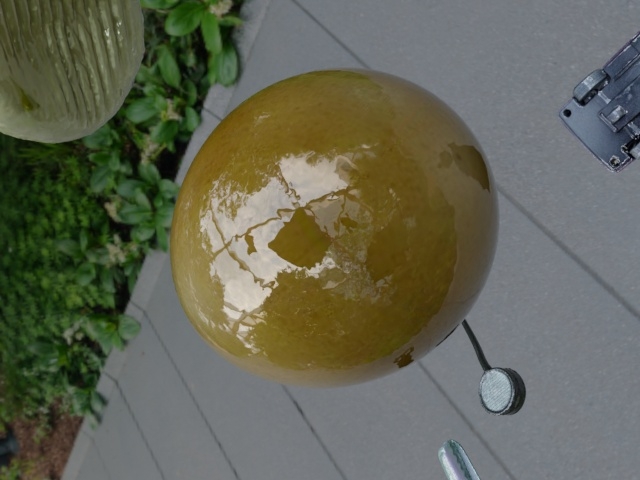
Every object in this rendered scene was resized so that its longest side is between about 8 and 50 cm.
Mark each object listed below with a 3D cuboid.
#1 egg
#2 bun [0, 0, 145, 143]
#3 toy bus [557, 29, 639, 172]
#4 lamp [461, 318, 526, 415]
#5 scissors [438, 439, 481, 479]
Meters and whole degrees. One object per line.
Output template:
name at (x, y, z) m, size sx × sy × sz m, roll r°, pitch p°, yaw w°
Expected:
egg at (0.000, 0.000, 0.520) m, size 0.322 × 0.250 × 0.250 m, roll -41°, pitch 66°, yaw 51°
bun at (-0.299, -0.226, 0.584) m, size 0.160 × 0.259 × 0.259 m, roll 22°, pitch 111°, yaw 24°
toy bus at (0.293, -0.146, 0.500) m, size 0.087 × 0.098 × 0.178 m, roll 52°, pitch 140°, yaw 12°
lamp at (0.256, 0.140, 1.006) m, size 0.130 × 0.108 × 0.371 m, roll -66°, pitch 26°, yaw 14°
scissors at (0.214, 0.370, 0.751) m, size 0.256 × 0.030 × 0.125 m, roll 64°, pitch 148°, yaw 9°
